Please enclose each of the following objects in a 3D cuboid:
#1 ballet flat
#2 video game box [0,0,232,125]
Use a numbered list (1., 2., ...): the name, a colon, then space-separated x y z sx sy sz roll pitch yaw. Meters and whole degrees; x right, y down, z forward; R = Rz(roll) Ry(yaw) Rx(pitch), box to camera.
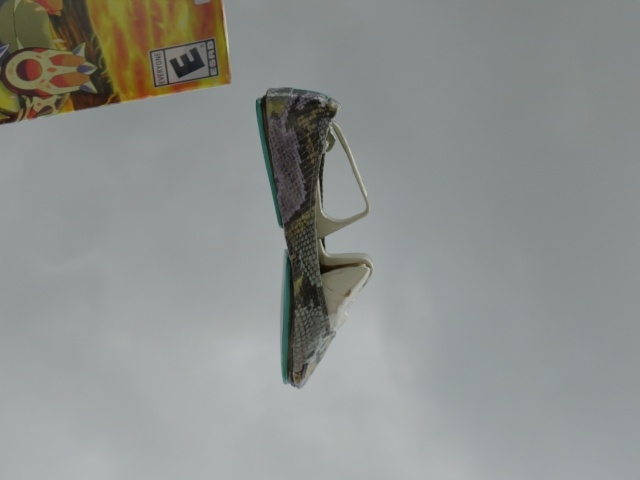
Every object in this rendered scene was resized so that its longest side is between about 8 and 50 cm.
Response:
1. ballet flat: 0.000 0.000 0.602 0.041 0.041 0.114 0 -77 19
2. video game box: -0.133 -0.133 0.576 0.187 0.048 0.205 -10 -51 -7
